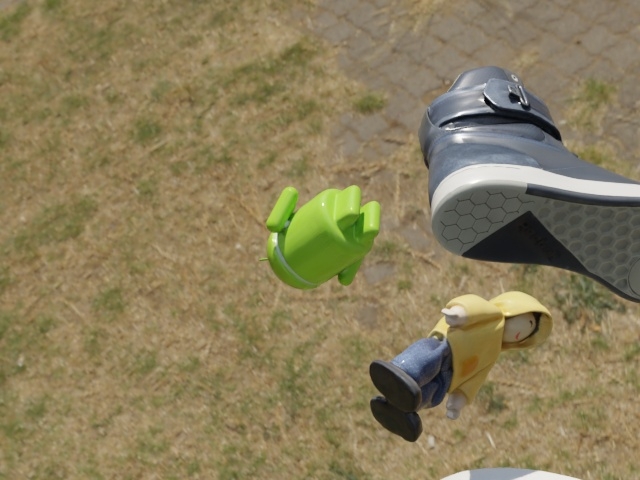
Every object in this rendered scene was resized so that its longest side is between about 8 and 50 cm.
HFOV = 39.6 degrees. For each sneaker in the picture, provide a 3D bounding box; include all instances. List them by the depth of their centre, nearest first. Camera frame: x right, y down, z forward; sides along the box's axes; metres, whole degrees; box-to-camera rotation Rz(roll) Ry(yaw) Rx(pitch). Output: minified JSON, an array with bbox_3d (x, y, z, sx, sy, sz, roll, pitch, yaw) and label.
[{"bbox_3d":[0.174,-0.044,0.618,0.226,0.086,0.163,14,34,-14],"label":"sneaker"}]

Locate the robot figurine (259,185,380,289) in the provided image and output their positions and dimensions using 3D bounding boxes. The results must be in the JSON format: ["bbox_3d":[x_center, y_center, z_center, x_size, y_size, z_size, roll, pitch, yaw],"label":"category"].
[{"bbox_3d":[0.000,0.000,0.779,0.115,0.101,0.067,-36,32,32],"label":"robot figurine"}]

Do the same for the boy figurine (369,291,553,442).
[{"bbox_3d":[0.186,0.150,1.144,0.285,0.177,0.092,-23,35,-35],"label":"boy figurine"}]

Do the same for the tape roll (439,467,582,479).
[{"bbox_3d":[0.155,0.285,0.568,0.286,0.286,0.100,13,36,31],"label":"tape roll"}]
